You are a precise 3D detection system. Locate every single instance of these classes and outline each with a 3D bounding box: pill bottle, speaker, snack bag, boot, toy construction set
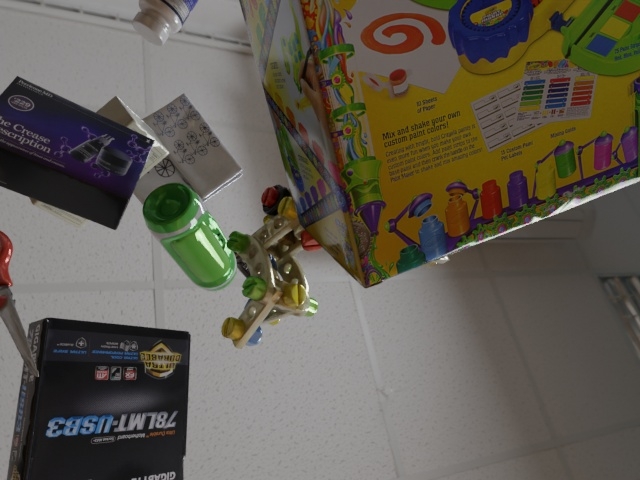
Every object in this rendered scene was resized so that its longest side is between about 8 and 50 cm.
[{"bbox_3d":[-0.379,-0.583,1.166,0.111,0.112,0.187,29,-100,-7],"label":"pill bottle"},{"bbox_3d":[-0.286,0.002,1.077,0.131,0.297,0.131,-5,-123,8],"label":"speaker"},{"bbox_3d":[-0.468,-0.251,1.503,0.342,0.037,0.323,-40,-78,-22],"label":"snack bag"},{"bbox_3d":[-0.220,0.070,1.414,0.076,0.198,0.137,-35,-82,-6],"label":"boot"},{"bbox_3d":[0.000,0.000,0.648,0.151,0.327,0.215,44,-151,-46],"label":"toy construction set"}]

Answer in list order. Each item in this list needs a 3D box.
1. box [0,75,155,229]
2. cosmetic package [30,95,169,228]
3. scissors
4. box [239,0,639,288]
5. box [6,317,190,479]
[{"bbox_3d":[-0.470,-0.160,0.878,0.261,0.103,0.185,24,-139,-23],"label":"box"},{"bbox_3d":[-0.558,-0.190,1.182,0.309,0.160,0.113,-41,-116,-3],"label":"cosmetic package"},{"bbox_3d":[-0.377,0.057,0.563,0.296,0.021,0.109,17,-112,35],"label":"scissors"},{"bbox_3d":[0.105,-0.160,0.394,0.289,0.177,0.280,-19,-67,-12],"label":"box"},{"bbox_3d":[-0.372,0.300,0.841,0.295,0.073,0.294,22,-123,-49],"label":"box"}]
